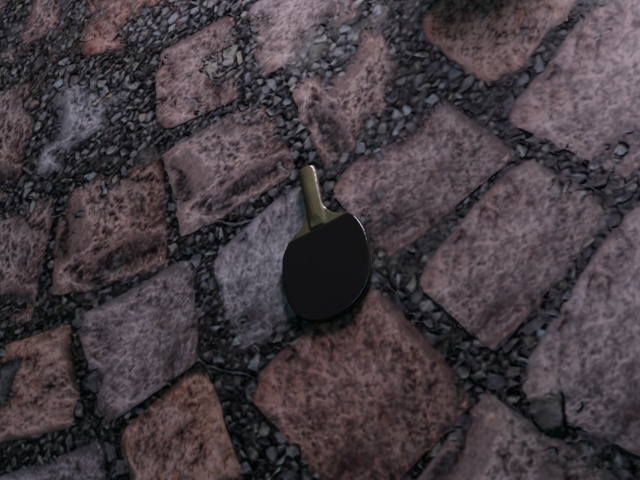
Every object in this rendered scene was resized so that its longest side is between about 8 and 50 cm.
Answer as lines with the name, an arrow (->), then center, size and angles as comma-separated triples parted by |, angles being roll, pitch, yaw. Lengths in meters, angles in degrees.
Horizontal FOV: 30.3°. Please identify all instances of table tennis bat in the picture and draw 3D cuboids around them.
table tennis bat -> 0.000, 0.000, 1.623 | 0.138, 0.022, 0.246 | -26, 53, 20
